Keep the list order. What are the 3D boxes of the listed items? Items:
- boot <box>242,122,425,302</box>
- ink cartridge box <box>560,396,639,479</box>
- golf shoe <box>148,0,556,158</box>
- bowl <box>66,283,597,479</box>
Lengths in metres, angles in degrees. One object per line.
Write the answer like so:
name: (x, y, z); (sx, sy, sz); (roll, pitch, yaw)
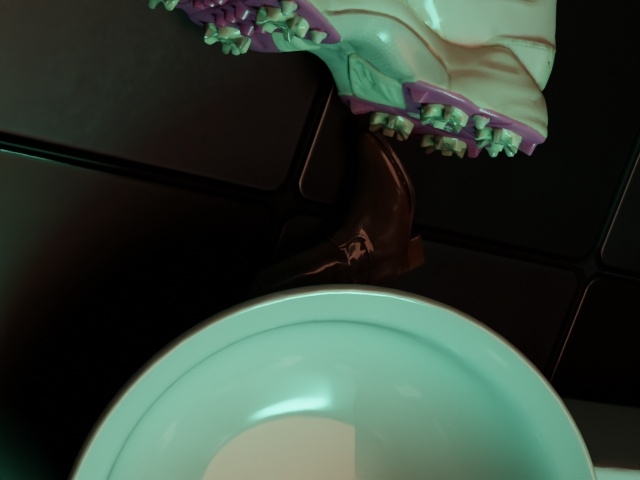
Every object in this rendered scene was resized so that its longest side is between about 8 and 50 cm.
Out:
boot: (0.000, 0.000, 0.924); (0.114, 0.037, 0.106); (-27, 121, -15)
ink cartridge box: (0.131, 0.254, 1.063); (0.211, 0.121, 0.289); (10, 105, -35)
golf shoe: (0.011, -0.150, 0.831); (0.306, 0.115, 0.140); (25, 79, -39)
bowl: (-0.004, 0.166, 0.899); (0.298, 0.134, 0.297); (-1, 94, -11)
